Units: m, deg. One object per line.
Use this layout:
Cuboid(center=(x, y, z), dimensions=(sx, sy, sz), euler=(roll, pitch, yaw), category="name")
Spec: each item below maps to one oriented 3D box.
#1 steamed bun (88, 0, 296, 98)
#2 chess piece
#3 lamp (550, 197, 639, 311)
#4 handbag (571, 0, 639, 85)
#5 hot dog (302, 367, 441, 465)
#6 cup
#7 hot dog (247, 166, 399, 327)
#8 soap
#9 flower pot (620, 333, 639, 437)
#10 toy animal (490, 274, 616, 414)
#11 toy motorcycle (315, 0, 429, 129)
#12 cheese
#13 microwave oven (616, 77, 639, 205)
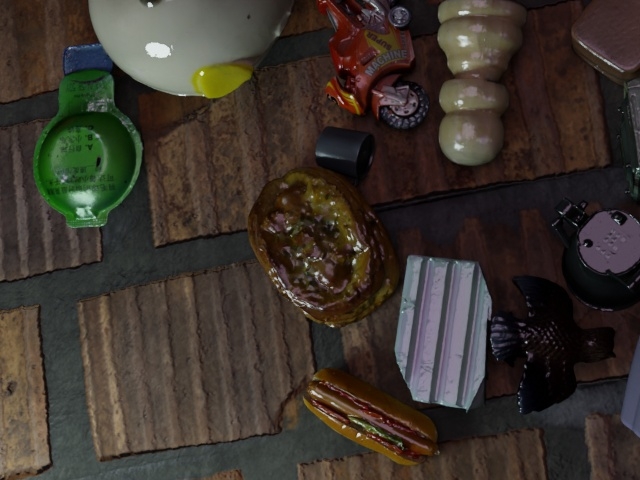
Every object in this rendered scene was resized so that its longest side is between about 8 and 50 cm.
Cuboid(center=(-0.201, -0.420, 2.014), dimensions=(0.334, 0.334, 0.374), euler=(27, 91, 17), category="steamed bun")
Cuboid(center=(0.248, -0.248, 1.967), dimensions=(0.143, 0.143, 0.261), euler=(4, 83, 14), category="chess piece")
Cuboid(center=(0.416, 0.010, 1.816), dimensions=(0.147, 0.227, 0.172), euler=(-46, 72, 1), category="lamp")
Cuboid(center=(0.503, -0.345, 1.956), dimensions=(0.151, 0.072, 0.193), euler=(42, 88, 18), category="handbag")
Cuboid(center=(0.083, 0.275, 1.924), dimensions=(0.236, 0.062, 0.092), euler=(24, 81, 16), category="hot dog")
Cuboid(center=(0.038, -0.134, 2.022), dimensions=(0.077, 0.078, 0.100), euler=(15, 112, 21), category="cup")
Cuboid(center=(0.000, 0.000, 1.973), dimensions=(0.196, 0.122, 0.272), euler=(-35, 74, 4), category="hot dog")
Cuboid(center=(0.195, 0.146, 1.912), dimensions=(0.145, 0.091, 0.230), euler=(6, 80, 17), category="soap")
Cuboid(center=(0.552, 0.190, 1.745), dimensions=(0.265, 0.265, 0.243), euler=(30, 96, 17), category="flower pot")
Cuboid(center=(0.349, 0.152, 1.860), dimensions=(0.179, 0.116, 0.218), euler=(-2, 71, 14), category="toy animal")
Cuboid(center=(0.079, -0.314, 2.037), dimensions=(0.171, 0.089, 0.298), euler=(-14, 75, 11), category="toy motorcycle")
Cuboid(center=(-0.397, -0.181, 2.123), dimensions=(0.204, 0.083, 0.320), euler=(-3, 80, 14), category="cheese")
Cuboid(center=(0.509, -0.145, 1.841), dimensions=(0.129, 0.205, 0.163), euler=(-6, 76, 12), category="microwave oven")
